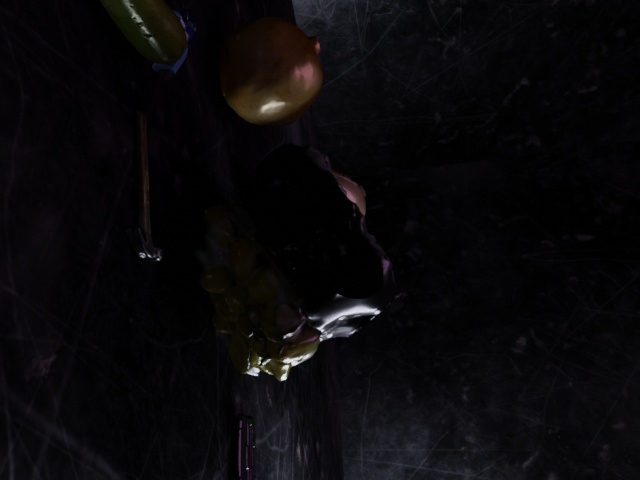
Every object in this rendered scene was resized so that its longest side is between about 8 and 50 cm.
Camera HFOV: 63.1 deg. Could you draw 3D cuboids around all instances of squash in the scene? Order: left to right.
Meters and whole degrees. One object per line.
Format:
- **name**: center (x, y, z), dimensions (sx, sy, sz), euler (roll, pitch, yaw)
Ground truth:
- **squash**: center (-0.211, -0.268, 0.590), dimensions (0.201, 0.066, 0.067), euler (53, 31, -74)

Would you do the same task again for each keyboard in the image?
- **keyboard**: center (-0.126, 0.430, 0.876), dimensions (0.106, 0.016, 0.263), euler (70, 15, -67)

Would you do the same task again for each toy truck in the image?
- **toy truck**: center (-0.208, -0.273, 0.724), dimensions (0.073, 0.056, 0.090), euler (97, -1, -88)

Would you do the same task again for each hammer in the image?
- **hammer**: center (-0.211, -0.069, 0.615), dimensions (0.062, 0.017, 0.182), euler (61, 21, -76)

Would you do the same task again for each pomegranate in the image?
- **pomegranate**: center (-0.105, -0.343, 1.067), dimensions (0.233, 0.232, 0.234), euler (-7, 90, -85)

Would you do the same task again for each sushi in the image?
- **sushi**: center (-0.061, 0.040, 0.846), dimensions (0.329, 0.285, 0.328), euler (62, -3, 9)

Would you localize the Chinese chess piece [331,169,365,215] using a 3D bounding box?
- **Chinese chess piece**: center (-0.032, -0.084, 1.166), dimensions (0.270, 0.269, 0.112), euler (64, 40, -74)
